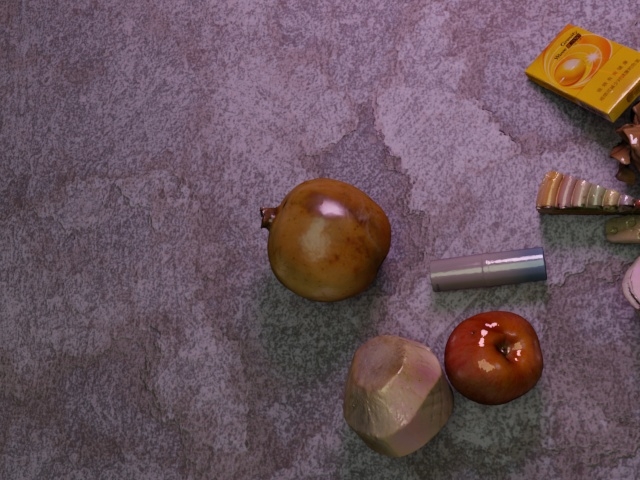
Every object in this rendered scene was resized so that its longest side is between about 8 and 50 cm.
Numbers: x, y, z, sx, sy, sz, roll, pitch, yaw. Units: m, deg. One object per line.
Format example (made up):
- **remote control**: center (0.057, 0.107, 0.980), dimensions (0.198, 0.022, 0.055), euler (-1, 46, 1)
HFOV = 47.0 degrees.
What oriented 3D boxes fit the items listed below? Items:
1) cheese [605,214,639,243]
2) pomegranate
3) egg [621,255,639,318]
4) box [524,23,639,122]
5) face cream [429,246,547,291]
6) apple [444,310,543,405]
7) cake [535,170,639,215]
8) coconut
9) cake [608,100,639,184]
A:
- **cheese**: center (0.697, -0.026, 1.544), dimensions (0.194, 0.043, 0.064), euler (-4, 71, 44)
- **pomegranate**: center (0.019, 0.000, 1.684), dimensions (0.307, 0.307, 0.307), euler (-3, 81, 17)
- **egg**: center (0.770, 0.111, 1.470), dimensions (0.286, 0.174, 0.264), euler (-36, 31, -7)
- **box**: center (0.589, -0.373, 1.609), dimensions (0.152, 0.043, 0.269), euler (-47, 42, 4)
- **face cream**: center (0.375, 0.066, 1.653), dimensions (0.250, 0.077, 0.077), euler (-7, 79, 17)
- **apple**: center (0.371, 0.248, 1.563), dimensions (0.210, 0.164, 0.209), euler (5, 61, -10)
- **cake**: center (0.585, -0.099, 1.595), dimensions (0.226, 0.109, 0.090), euler (4, 82, 19)
- **coconut**: center (0.165, 0.340, 1.602), dimensions (0.259, 0.259, 0.259), euler (-3, 81, 17)
- **cake**: center (0.744, -0.229, 1.470), dimensions (0.332, 0.332, 0.321), euler (-57, 39, 2)
